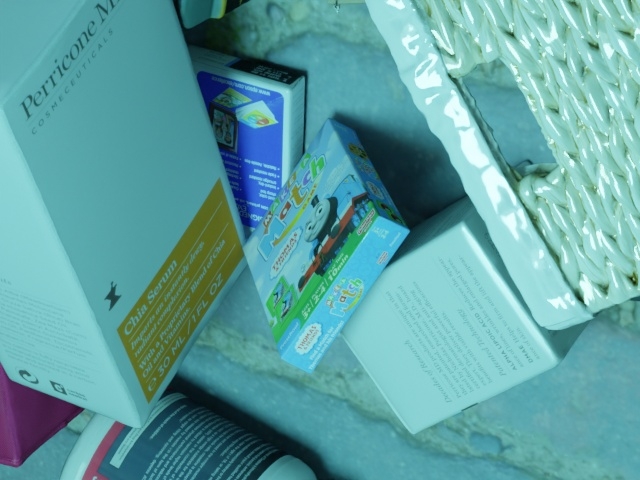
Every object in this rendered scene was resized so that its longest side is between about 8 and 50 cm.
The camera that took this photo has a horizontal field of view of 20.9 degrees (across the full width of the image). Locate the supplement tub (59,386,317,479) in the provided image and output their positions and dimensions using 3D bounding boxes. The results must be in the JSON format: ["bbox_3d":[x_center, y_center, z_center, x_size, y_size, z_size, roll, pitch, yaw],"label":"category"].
[{"bbox_3d":[-0.123,0.283,1.831,0.272,0.191,0.191,27,125,18],"label":"supplement tub"}]

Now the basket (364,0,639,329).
[{"bbox_3d":[0.248,-0.163,1.295,0.266,0.331,0.328,-23,101,35],"label":"basket"}]

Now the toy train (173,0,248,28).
[{"bbox_3d":[-0.186,-0.304,1.576,0.334,0.190,0.142,25,124,18],"label":"toy train"}]

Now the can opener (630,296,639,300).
[{"bbox_3d":[0.346,0.010,1.430,0.283,0.095,0.076,164,111,-67],"label":"can opener"}]

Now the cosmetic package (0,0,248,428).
[{"bbox_3d":[-0.218,-0.061,1.535,0.161,0.230,0.453,17,148,24],"label":"cosmetic package"}]

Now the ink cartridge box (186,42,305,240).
[{"bbox_3d":[-0.114,-0.089,1.730,0.206,0.045,0.208,18,122,23],"label":"ink cartridge box"}]

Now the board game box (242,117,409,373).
[{"bbox_3d":[0.000,0.000,1.589,0.039,0.211,0.160,26,108,-23],"label":"board game box"}]

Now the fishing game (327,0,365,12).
[{"bbox_3d":[0.063,-0.333,1.491,0.189,0.041,0.264,-1,100,39],"label":"fishing game"}]

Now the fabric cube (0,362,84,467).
[{"bbox_3d":[-0.362,0.048,1.817,0.254,0.259,0.258,8,117,27],"label":"fabric cube"}]

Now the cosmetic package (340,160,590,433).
[{"bbox_3d":[0.136,0.052,1.583,0.183,0.151,0.151,-32,95,39],"label":"cosmetic package"}]
